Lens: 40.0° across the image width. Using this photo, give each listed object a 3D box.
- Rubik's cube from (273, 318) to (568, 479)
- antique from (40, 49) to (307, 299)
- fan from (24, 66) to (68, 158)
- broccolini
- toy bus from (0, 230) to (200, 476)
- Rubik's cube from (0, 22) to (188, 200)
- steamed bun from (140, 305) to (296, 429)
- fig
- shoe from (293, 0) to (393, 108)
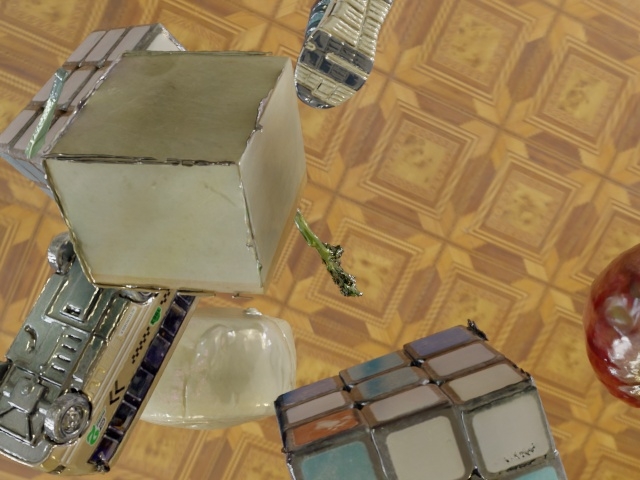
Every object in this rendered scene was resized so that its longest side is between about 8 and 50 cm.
[{"bbox_3d":[0.147,0.363,1.288,0.359,0.362,0.363,-18,98,-7],"label":"Rubik's cube"},{"bbox_3d":[-0.097,-0.046,0.661,0.147,0.152,0.148,5,132,13],"label":"antique"},{"bbox_3d":[-0.372,-0.174,1.198,0.016,0.038,0.193,37,140,-6],"label":"fan"},{"bbox_3d":[-0.003,-0.005,1.641,0.062,0.123,0.271,-39,131,-4],"label":"broccolini"},{"bbox_3d":[-0.249,0.117,0.983,0.289,0.139,0.157,-66,149,-18],"label":"toy bus"},{"bbox_3d":[-0.333,-0.171,1.550,0.301,0.305,0.303,44,71,-33],"label":"Rubik's cube"},{"bbox_3d":[-0.210,0.252,1.742,0.384,0.236,0.247,5,84,-23],"label":"steamed bun"},{"bbox_3d":[0.420,0.088,1.008,0.224,0.263,0.224,2,94,33],"label":"fig"},{"bbox_3d":[0.023,-0.260,1.120,0.091,0.106,0.207,26,77,-19],"label":"shoe"}]
